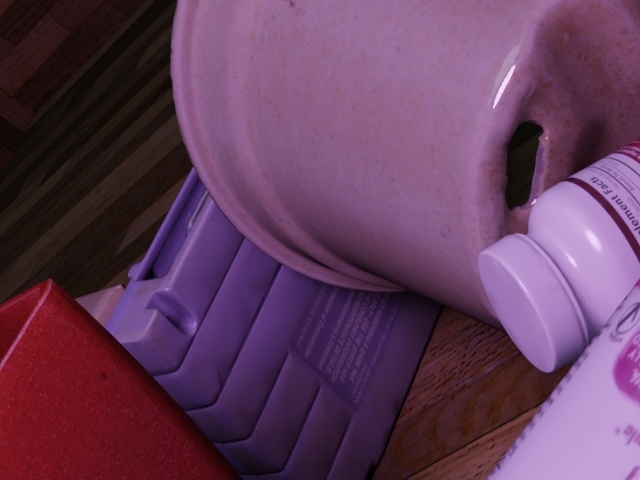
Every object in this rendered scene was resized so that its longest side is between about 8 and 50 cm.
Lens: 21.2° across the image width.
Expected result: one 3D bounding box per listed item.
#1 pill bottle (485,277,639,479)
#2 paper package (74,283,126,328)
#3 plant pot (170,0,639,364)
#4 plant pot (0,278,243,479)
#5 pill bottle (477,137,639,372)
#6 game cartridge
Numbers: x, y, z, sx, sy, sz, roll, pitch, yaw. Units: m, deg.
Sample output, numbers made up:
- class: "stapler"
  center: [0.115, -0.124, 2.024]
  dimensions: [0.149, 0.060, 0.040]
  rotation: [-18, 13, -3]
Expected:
- class: "pill bottle"
  center: [0.126, 0.154, 0.700]
  dimensions: [0.283, 0.160, 0.160]
  rotation: [-53, 18, 2]
- class: "paper package"
  center: [-0.248, 0.224, 1.507]
  dimensions: [0.309, 0.168, 0.324]
  rotation: [-20, 36, 60]
- class: "plant pot"
  center: [0.117, -0.078, 0.976]
  dimensions: [0.334, 0.334, 0.305]
  rotation: [-53, 29, 2]
- class: "plant pot"
  center: [-0.156, 0.214, 0.904]
  dimensions: [0.267, 0.236, 0.267]
  rotation: [-25, 33, 58]
- class: "pill bottle"
  center: [0.154, -0.002, 0.795]
  dimensions: [0.152, 0.086, 0.086]
  rotation: [-29, 14, -11]
- class: "game cartridge"
  center: [0.000, 0.000, 1.201]
  dimensions: [0.068, 0.230, 0.355]
  rotation: [-6, 46, 39]
